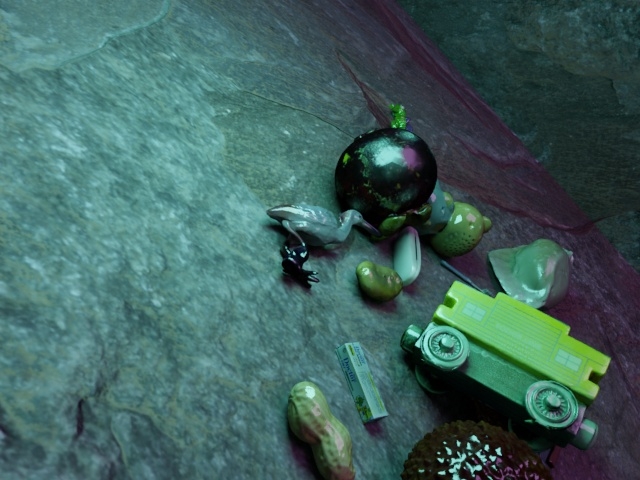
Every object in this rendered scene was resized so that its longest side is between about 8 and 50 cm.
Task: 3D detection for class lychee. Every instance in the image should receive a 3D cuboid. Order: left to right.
[{"bbox_3d":[0.270,0.457,0.977,0.275,0.276,0.304,30,14,-25],"label":"lychee"}]

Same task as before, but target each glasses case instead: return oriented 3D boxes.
[{"bbox_3d":[0.231,0.040,1.495,0.049,0.074,0.194,29,39,-21],"label":"glasses case"}]

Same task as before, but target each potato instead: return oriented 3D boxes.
[{"bbox_3d":[0.137,0.099,1.340,0.137,0.070,0.092,21,48,-31],"label":"potato"}]

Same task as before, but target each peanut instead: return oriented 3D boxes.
[{"bbox_3d":[0.002,0.335,0.968,0.082,0.082,0.187,-21,75,-53],"label":"peanut"}]

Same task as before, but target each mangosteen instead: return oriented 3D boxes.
[{"bbox_3d":[0.175,-0.152,1.457,0.288,0.288,0.288,28,40,-26],"label":"mangosteen"}]

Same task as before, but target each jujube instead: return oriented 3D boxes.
[{"bbox_3d":[0.408,0.382,1.331,0.112,0.109,0.176,13,49,-40],"label":"jujube"}]

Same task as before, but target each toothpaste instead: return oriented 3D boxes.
[{"bbox_3d":[0.084,0.288,1.135,0.046,0.034,0.164,5,53,-44],"label":"toothpaste"}]

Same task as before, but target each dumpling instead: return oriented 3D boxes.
[{"bbox_3d":[0.733,0.091,1.874,0.320,0.211,0.270,8,48,-57],"label":"dumpling"}]

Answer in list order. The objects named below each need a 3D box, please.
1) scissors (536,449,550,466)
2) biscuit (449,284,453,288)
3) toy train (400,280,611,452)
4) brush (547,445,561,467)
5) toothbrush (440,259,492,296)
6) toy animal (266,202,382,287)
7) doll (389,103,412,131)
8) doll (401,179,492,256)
[{"bbox_3d":[0.499,0.464,1.262,0.447,0.029,0.193,-44,105,-32],"label":"scissors"},{"bbox_3d":[0.490,0.246,1.576,0.309,0.079,0.186,24,40,-30],"label":"biscuit"},{"bbox_3d":[0.410,0.266,1.239,0.441,0.179,0.272,27,56,21],"label":"toy train"},{"bbox_3d":[0.666,0.508,1.535,0.084,0.071,0.301,52,40,-1],"label":"brush"},{"bbox_3d":[0.446,0.117,1.701,0.219,0.019,0.016,33,43,-22],"label":"toothbrush"},{"bbox_3d":[-0.004,-0.023,1.289,0.324,0.090,0.195,-33,89,-46],"label":"toy animal"},{"bbox_3d":[0.289,-0.441,2.038,0.115,0.050,0.190,34,39,-26],"label":"doll"},{"bbox_3d":[0.360,-0.058,1.641,0.260,0.177,0.162,30,34,-21],"label":"doll"}]
